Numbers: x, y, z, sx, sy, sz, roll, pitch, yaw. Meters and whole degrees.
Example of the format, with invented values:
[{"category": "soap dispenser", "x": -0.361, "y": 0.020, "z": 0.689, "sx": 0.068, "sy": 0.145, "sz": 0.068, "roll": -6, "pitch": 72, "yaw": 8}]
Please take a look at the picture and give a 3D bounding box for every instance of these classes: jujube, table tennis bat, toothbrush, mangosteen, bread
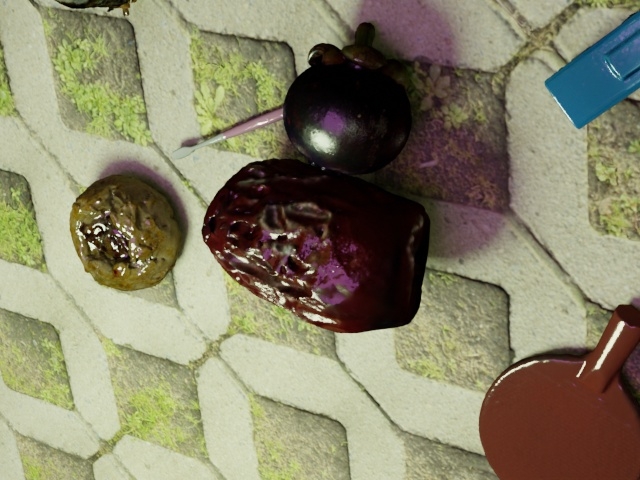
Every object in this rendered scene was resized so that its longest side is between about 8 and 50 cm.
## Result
[{"category": "jujube", "x": 0.000, "y": 0.000, "z": 1.682, "sx": 0.377, "sy": 0.258, "sz": 0.258, "roll": 27, "pitch": 124, "yaw": 22}, {"category": "table tennis bat", "x": 0.395, "y": 0.267, "z": 1.691, "sx": 0.268, "sy": 0.051, "sz": 0.414, "roll": 31, "pitch": 126, "yaw": 16}, {"category": "toothbrush", "x": -0.143, "y": -0.184, "z": 1.836, "sx": 0.286, "sy": 0.025, "sz": 0.020, "roll": -16, "pitch": 100, "yaw": 35}, {"category": "mangosteen", "x": 0.048, "y": -0.210, "z": 1.615, "sx": 0.194, "sy": 0.194, "sz": 0.230, "roll": 22, "pitch": 96, "yaw": 22}, {"category": "bread", "x": -0.366, "y": -0.009, "z": 1.994, "sx": 0.230, "sy": 0.123, "sz": 0.230, "roll": 15, "pitch": 119, "yaw": 29}]

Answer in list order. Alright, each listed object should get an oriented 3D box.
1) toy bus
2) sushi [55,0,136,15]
[{"category": "toy bus", "x": 0.394, "y": -0.233, "z": 1.422, "sx": 0.185, "sy": 0.106, "sz": 0.090, "roll": -37, "pitch": 87, "yaw": 38}, {"category": "sushi", "x": -0.344, "y": -0.532, "z": 1.692, "sx": 0.234, "sy": 0.207, "sz": 0.348, "roll": 43, "pitch": 123, "yaw": 23}]
